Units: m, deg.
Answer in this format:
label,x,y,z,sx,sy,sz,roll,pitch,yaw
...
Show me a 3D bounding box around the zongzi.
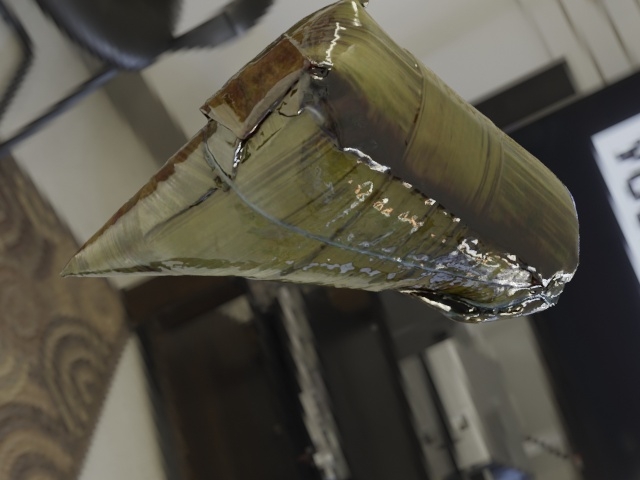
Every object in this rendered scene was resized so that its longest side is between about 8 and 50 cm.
label,x,y,z,sx,sy,sz,roll,pitch,yaw
zongzi,0.000,0.000,1.196,0.286,0.300,0.138,37,28,-30
